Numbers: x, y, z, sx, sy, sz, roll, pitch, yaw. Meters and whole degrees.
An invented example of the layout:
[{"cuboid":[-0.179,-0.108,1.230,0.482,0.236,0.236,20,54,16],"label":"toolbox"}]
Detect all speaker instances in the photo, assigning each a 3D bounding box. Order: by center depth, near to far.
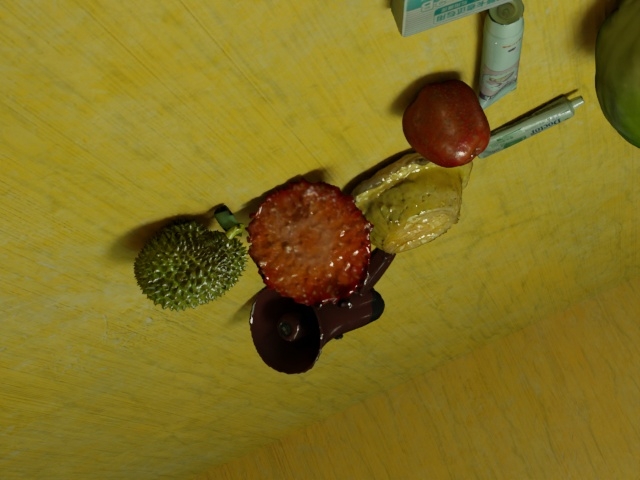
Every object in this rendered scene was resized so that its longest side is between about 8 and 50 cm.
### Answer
[{"cuboid":[0.022,0.122,2.342,0.329,0.198,0.259,-22,127,-48],"label":"speaker"}]

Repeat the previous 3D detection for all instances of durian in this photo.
[{"cuboid":[-0.215,0.046,1.799,0.198,0.146,0.159,-14,159,-24],"label":"durian"}]

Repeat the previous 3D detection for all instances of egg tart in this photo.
[{"cuboid":[0.169,-0.067,1.986,0.288,0.118,0.288,-20,156,-9],"label":"egg tart"}]

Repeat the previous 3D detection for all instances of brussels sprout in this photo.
[{"cuboid":[0.573,-0.290,1.653,0.344,0.268,0.344,-38,156,-20],"label":"brussels sprout"}]

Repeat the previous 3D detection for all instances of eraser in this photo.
[{"cuboid":[0.201,-0.341,1.389,0.225,0.052,0.095,-21,159,-6],"label":"eraser"}]

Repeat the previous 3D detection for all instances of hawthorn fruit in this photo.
[{"cuboid":[0.202,-0.178,1.686,0.132,0.138,0.133,-23,159,-9],"label":"hawthorn fruit"}]

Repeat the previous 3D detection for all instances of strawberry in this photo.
[{"cuboid":[0.000,0.000,1.876,0.234,0.234,0.178,-28,-178,15],"label":"strawberry"}]

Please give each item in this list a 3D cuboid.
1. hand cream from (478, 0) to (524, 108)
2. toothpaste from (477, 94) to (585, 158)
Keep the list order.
[{"cuboid":[0.273,-0.280,1.635,0.085,0.058,0.331,-39,166,-5],"label":"hand cream"},{"cuboid":[0.379,-0.208,1.950,0.218,0.041,0.064,-26,148,17],"label":"toothpaste"}]
